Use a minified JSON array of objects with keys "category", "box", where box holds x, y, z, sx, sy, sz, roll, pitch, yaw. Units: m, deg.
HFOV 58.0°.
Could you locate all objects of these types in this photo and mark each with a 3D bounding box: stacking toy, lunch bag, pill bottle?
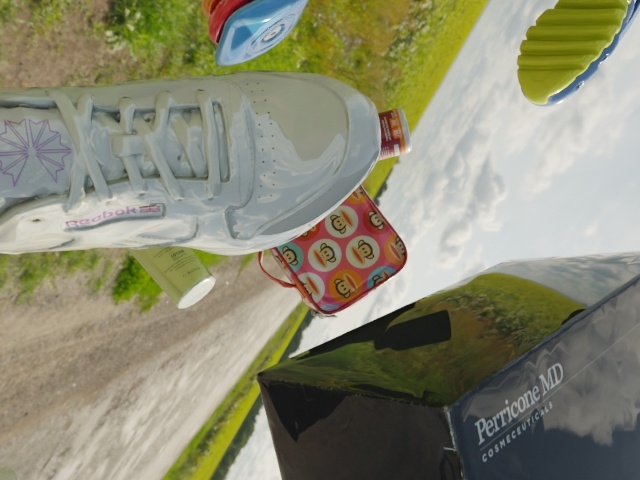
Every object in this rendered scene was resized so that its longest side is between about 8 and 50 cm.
[{"category":"stacking toy","box":[-0.163,-0.441,0.894,0.175,0.302,0.166,-38,-176,-21]},{"category":"lunch bag","box":[0.000,0.000,1.142,0.258,0.293,0.120,-32,173,-7]},{"category":"pill bottle","box":[0.087,-0.187,1.077,0.086,0.152,0.086,-14,90,-84]}]

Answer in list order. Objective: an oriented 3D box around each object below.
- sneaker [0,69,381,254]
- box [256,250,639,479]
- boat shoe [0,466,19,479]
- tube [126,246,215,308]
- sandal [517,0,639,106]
[{"category":"sneaker","box":[-0.115,-0.036,0.339,0.152,0.305,0.114,-29,110,-83]},{"category":"box","box":[0.165,0.197,0.461,0.343,0.312,0.179,-16,-174,-40]},{"category":"boat shoe","box":[-0.341,0.270,0.473,0.091,0.109,0.305,4,145,-49]},{"category":"tube","box":[-0.237,-0.016,0.771,0.062,0.240,0.070,-45,164,8]},{"category":"sandal","box":[0.408,-0.321,0.842,0.317,0.126,0.138,-54,139,0]}]
